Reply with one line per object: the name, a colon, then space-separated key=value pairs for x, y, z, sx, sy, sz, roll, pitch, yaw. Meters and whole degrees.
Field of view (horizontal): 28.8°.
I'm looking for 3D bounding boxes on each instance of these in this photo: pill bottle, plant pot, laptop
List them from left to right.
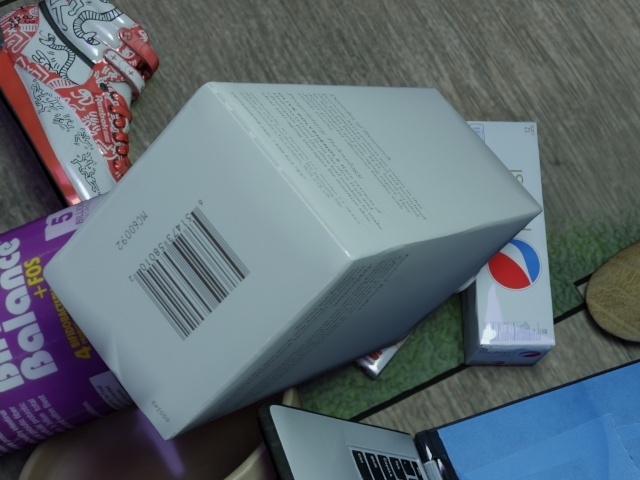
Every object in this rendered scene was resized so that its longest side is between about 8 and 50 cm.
pill bottle: x=-0.261 y=0.086 z=1.008 sx=0.302 sy=0.169 sz=0.169 roll=-22 pitch=73 yaw=2
plant pot: x=-0.112 y=0.195 z=0.997 sx=0.237 sy=0.237 sz=0.109 roll=-32 pitch=116 yaw=-15
laptop: x=0.202 y=0.268 z=0.940 sx=0.236 sy=0.408 sz=0.382 roll=-32 pitch=63 yaw=19

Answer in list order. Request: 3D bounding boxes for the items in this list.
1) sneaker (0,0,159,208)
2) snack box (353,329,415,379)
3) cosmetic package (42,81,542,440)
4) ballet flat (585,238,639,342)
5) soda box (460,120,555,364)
sneaker: x=-0.199 y=-0.116 z=1.141 sx=0.145 sy=0.090 sz=0.270 roll=-29 pitch=72 yaw=-12
snack box: x=0.000 y=0.046 z=1.134 sx=0.178 sy=0.022 sz=0.064 roll=38 pitch=71 yaw=8
cosmetic package: x=0.000 y=0.000 z=0.930 sx=0.197 sy=0.365 sz=0.155 roll=-45 pitch=76 yaw=23
ballet flat: x=0.415 y=0.017 z=1.127 sx=0.342 sy=0.124 sz=0.116 roll=-5 pitch=70 yaw=-6
soda box: x=0.164 y=0.002 z=1.137 sx=0.069 sy=0.074 sz=0.216 roll=1 pitch=70 yaw=-5
